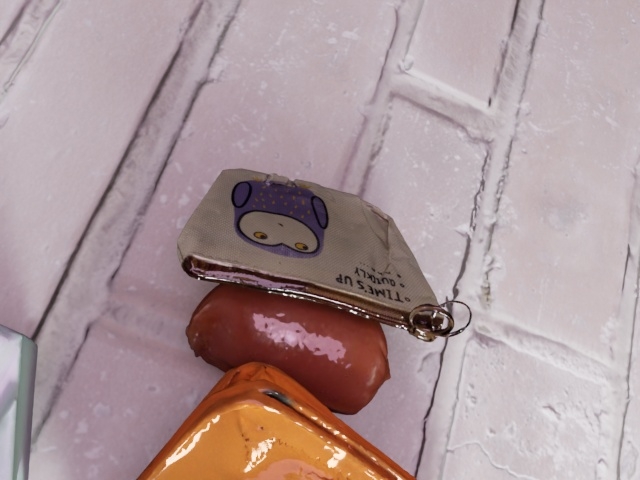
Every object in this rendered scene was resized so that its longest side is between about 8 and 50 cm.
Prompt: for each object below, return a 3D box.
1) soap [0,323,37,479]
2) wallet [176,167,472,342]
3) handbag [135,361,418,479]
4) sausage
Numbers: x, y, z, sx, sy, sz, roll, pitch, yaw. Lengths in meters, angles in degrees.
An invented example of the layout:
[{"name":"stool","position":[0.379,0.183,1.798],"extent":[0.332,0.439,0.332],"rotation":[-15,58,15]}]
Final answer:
[{"name":"soap","position":[-0.433,0.271,0.533],"extent":[0.261,0.156,0.446],"rotation":[25,67,-8]},{"name":"wallet","position":[-0.001,0.003,0.728],"extent":[0.335,0.068,0.275],"rotation":[15,27,-14]},{"name":"handbag","position":[-0.015,0.348,0.604],"extent":[0.410,0.116,0.303],"rotation":[39,86,-6]},{"name":"sausage","position":[-0.029,0.120,0.713],"extent":[0.254,0.148,0.148],"rotation":[26,67,-5]}]
